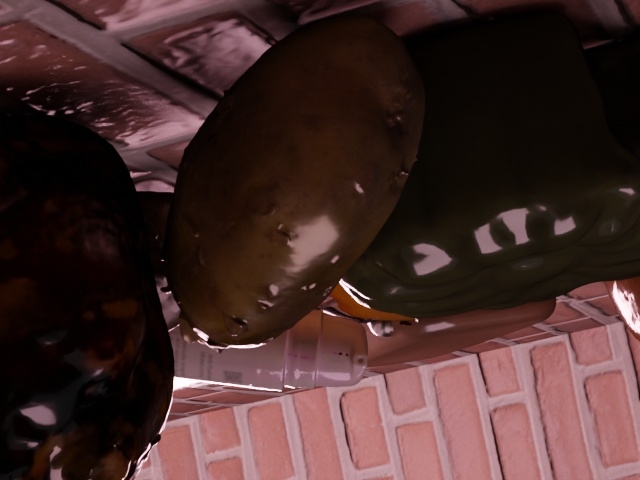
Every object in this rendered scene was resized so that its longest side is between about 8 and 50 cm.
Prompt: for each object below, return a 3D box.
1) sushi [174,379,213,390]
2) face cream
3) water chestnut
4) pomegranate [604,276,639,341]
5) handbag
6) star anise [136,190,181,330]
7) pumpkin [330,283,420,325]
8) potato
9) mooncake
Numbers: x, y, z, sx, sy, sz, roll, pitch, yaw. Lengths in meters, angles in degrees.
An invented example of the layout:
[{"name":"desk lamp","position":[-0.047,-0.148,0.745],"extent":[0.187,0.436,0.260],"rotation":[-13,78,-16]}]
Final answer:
[{"name":"sushi","position":[-0.106,0.136,2.545],"extent":[0.359,0.064,0.343],"rotation":[-9,166,-3]},{"name":"face cream","position":[-0.121,0.105,1.970],"extent":[0.346,0.102,0.102],"rotation":[7,170,0]},{"name":"water chestnut","position":[-0.271,0.055,1.324],"extent":[0.335,0.335,0.347],"rotation":[-3,-152,-38]},{"name":"pomegranate","position":[0.415,-0.004,1.627],"extent":[0.322,0.322,0.322],"rotation":[-11,170,-2]},{"name":"handbag","position":[0.092,0.060,2.091],"extent":[0.283,0.149,0.302],"rotation":[-8,172,-29]},{"name":"star anise","position":[-0.229,0.050,1.584],"extent":[0.315,0.315,0.108],"rotation":[-14,128,18]},{"name":"pumpkin","position":[0.000,0.000,1.851],"extent":[0.254,0.130,0.149],"rotation":[-2,-140,38]},{"name":"potato","position":[-0.033,-0.030,1.255],"extent":[0.141,0.191,0.296],"rotation":[21,136,-10]},{"name":"mooncake","position":[0.153,-0.050,1.422],"extent":[0.351,0.187,0.351],"rotation":[-12,172,-2]}]
